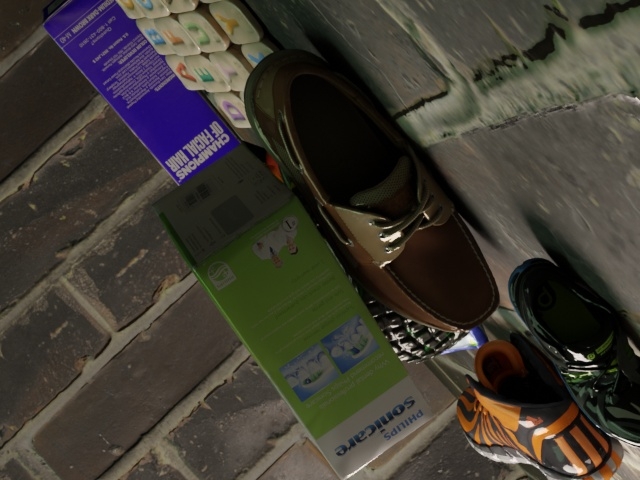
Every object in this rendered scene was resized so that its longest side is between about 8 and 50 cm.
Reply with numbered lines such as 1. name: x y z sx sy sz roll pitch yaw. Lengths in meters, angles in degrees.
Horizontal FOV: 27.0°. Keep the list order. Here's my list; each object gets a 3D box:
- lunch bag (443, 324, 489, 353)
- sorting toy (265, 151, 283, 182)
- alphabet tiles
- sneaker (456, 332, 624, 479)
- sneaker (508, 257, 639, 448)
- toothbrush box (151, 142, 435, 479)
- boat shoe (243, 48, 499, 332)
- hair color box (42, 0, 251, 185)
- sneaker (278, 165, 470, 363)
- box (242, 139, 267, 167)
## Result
1. lunch bag: 0.137 0.076 1.711 0.151 0.096 0.129 18 152 50
2. sorting toy: 0.008 -0.017 1.698 0.307 0.041 0.229 44 145 44
3. alphabet tiles: -0.144 -0.236 1.499 0.284 0.021 0.278 51 160 -24
4. sneaker: 0.236 0.187 1.648 0.180 0.124 0.321 53 164 -18
5. sneaker: 0.217 0.094 1.054 0.188 0.067 0.078 50 -177 2
6. toothbrush box: -0.029 0.067 1.338 0.283 0.122 0.206 56 176 -26
7. boat shoe: 0.051 -0.036 1.221 0.324 0.123 0.116 46 175 -13
8. hair color box: -0.222 -0.196 1.769 0.339 0.110 0.185 49 -179 -18
9. sneaker: 0.066 -0.008 1.474 0.344 0.134 0.146 59 179 -28
10. box: 0.000 0.000 2.052 0.318 0.097 0.395 48 167 -30
